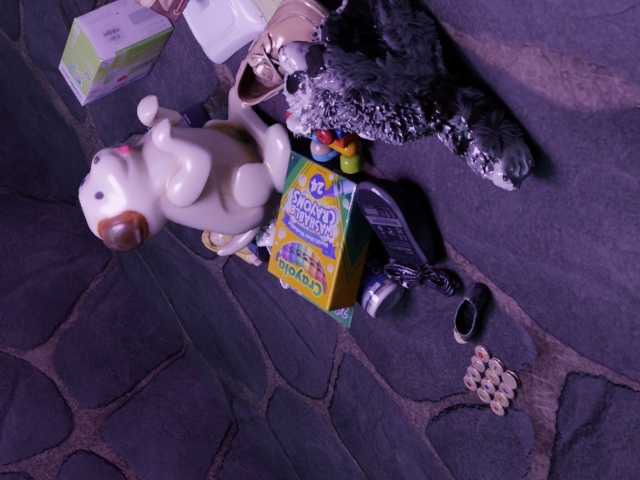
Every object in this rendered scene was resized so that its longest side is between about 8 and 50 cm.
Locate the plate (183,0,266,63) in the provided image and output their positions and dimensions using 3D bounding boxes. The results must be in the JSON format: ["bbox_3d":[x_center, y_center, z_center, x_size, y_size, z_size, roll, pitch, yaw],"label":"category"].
[{"bbox_3d":[-0.239,-0.519,1.799,0.277,0.045,0.278,-10,109,62],"label":"plate"}]

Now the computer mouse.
[{"bbox_3d":[0.158,-0.021,1.640,0.188,0.072,0.272,15,143,50],"label":"computer mouse"}]

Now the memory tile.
[{"bbox_3d":[0.335,0.278,1.705,0.113,0.012,0.148,43,149,26],"label":"memory tile"}]

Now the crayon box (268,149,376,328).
[{"bbox_3d":[0.000,0.000,1.761,0.203,0.083,0.323,31,118,41],"label":"crayon box"}]

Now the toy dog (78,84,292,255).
[{"bbox_3d":[-0.313,-0.126,1.855,0.285,0.407,0.396,56,149,37],"label":"toy dog"}]

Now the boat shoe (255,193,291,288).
[{"bbox_3d":[-0.108,-0.015,2.042,0.098,0.096,0.277,-4,114,63],"label":"boat shoe"}]

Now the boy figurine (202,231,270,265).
[{"bbox_3d":[-0.212,-0.017,2.223,0.285,0.092,0.177,7,127,53],"label":"boy figurine"}]

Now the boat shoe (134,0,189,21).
[{"bbox_3d":[-0.218,-0.535,1.641,0.123,0.123,0.342,33,133,-26],"label":"boat shoe"}]

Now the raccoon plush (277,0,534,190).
[{"bbox_3d":[0.102,-0.187,1.424,0.446,0.216,0.299,53,160,9],"label":"raccoon plush"}]

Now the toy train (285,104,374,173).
[{"bbox_3d":[0.053,-0.182,1.614,0.248,0.105,0.143,34,154,38],"label":"toy train"}]

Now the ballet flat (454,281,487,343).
[{"bbox_3d":[0.272,0.140,1.626,0.057,0.049,0.173,43,149,28],"label":"ballet flat"}]

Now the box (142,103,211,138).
[{"bbox_3d":[-0.356,-0.244,2.148,0.093,0.158,0.156,58,153,2],"label":"box"}]

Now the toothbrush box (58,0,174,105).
[{"bbox_3d":[-0.502,-0.467,2.110,0.122,0.206,0.283,58,152,-2],"label":"toothbrush box"}]

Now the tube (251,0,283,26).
[{"bbox_3d":[-0.076,-0.459,1.586,0.240,0.062,0.070,150,130,-67],"label":"tube"}]

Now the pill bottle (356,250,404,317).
[{"bbox_3d":[0.088,0.074,1.814,0.169,0.094,0.094,44,150,24],"label":"pill bottle"}]

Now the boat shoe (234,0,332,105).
[{"bbox_3d":[-0.071,-0.338,1.604,0.121,0.110,0.341,38,158,-8],"label":"boat shoe"}]
